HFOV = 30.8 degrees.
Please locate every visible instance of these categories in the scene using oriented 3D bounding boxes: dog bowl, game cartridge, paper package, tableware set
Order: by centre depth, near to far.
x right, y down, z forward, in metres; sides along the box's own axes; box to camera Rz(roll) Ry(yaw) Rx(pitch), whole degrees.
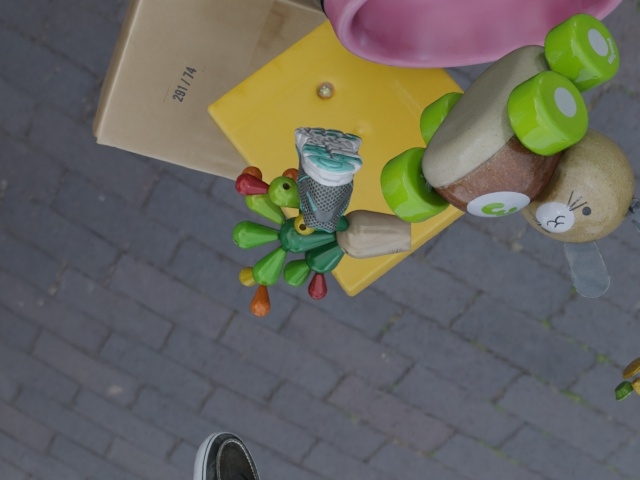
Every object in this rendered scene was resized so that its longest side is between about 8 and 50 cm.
[{"bbox_3d":[0.174,-0.325,1.330,0.408,0.150,0.408,-8,168,-2],"label":"dog bowl"},{"bbox_3d":[0.055,-0.133,1.531,0.323,0.285,0.052,53,176,15],"label":"game cartridge"},{"bbox_3d":[0.495,0.179,1.726,0.024,0.154,0.104,46,143,-3],"label":"tableware set"},{"bbox_3d":[-0.177,-0.284,1.878,0.310,0.168,0.324,15,114,-15],"label":"paper package"}]

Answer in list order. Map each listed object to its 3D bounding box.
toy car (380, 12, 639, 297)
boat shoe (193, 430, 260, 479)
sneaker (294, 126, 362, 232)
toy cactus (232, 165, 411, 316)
[{"bbox_3d":[0.170,-0.035,0.830,0.188,0.149,0.155,47,137,-13],"label":"toy car"},{"bbox_3d":[-0.125,0.458,1.923,0.121,0.335,0.119,6,143,-29],"label":"boat shoe"},{"bbox_3d":[0.001,-0.055,1.032,0.065,0.166,0.076,11,106,0],"label":"sneaker"},{"bbox_3d":[0.000,0.000,1.160,0.181,0.112,0.219,-1,144,4],"label":"toy cactus"}]
